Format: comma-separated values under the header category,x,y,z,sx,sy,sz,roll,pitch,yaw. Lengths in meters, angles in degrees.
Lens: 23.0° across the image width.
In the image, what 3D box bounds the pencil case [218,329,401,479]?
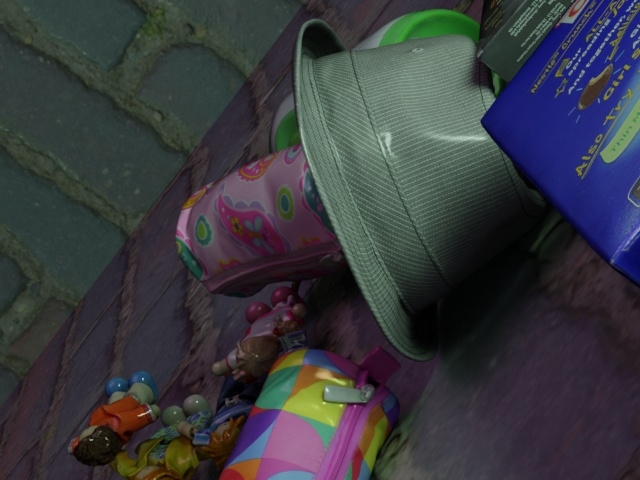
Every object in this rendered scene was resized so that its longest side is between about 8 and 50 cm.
category,x,y,z,sx,sy,sz,roll,pitch,yaw
pencil case,-0.023,0.172,1.020,0.104,0.104,0.236,-41,19,48

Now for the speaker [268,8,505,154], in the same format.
category,x,y,z,sx,sy,sz,roll,pitch,yaw
speaker,0.054,-0.118,1.450,0.131,0.131,0.296,-58,14,-21

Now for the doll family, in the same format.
category,x,y,z,sx,sy,sz,roll,pitch,yaw
doll family,-0.094,0.156,1.367,0.263,0.118,0.163,-31,12,16

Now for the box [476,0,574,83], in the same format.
category,x,y,z,sx,sy,sz,roll,pitch,yaw
box,0.229,-0.252,1.041,0.307,0.076,0.242,-50,11,25

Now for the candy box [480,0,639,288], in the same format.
category,x,y,z,sx,sy,sz,roll,pitch,yaw
candy box,0.226,-0.103,0.770,0.268,0.122,0.317,-53,13,10

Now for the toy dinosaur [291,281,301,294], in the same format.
category,x,y,z,sx,sy,sz,roll,pitch,yaw
toy dinosaur,0.000,0.000,1.552,0.082,0.047,0.090,-40,-14,-49

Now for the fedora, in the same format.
category,x,y,z,sx,sy,sz,roll,pitch,yaw
fedora,0.077,-0.054,1.079,0.124,0.243,0.275,-22,9,9

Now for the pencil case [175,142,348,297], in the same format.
category,x,y,z,sx,sy,sz,roll,pitch,yaw
pencil case,-0.018,-0.020,1.395,0.284,0.124,0.124,-14,40,55
